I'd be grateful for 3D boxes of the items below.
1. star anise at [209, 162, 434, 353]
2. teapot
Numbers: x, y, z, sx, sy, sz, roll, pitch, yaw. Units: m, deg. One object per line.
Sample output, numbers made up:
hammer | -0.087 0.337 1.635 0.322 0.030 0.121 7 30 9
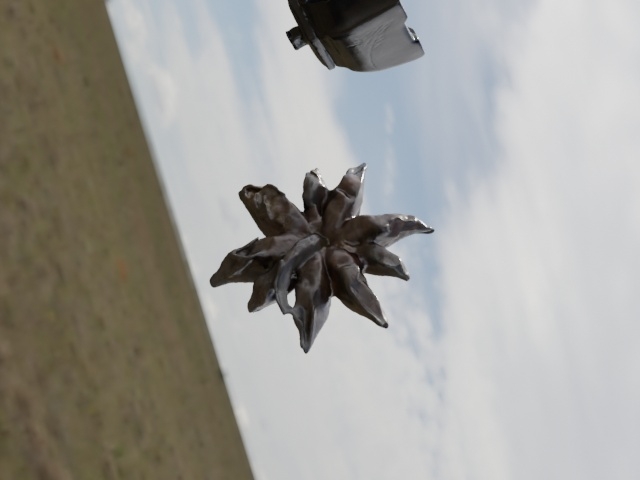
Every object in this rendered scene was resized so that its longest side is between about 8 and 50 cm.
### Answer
star anise | 0.000 0.000 1.402 0.195 0.182 0.065 32 -26 26
teapot | 0.017 -0.185 1.311 0.087 0.096 0.177 65 6 18
